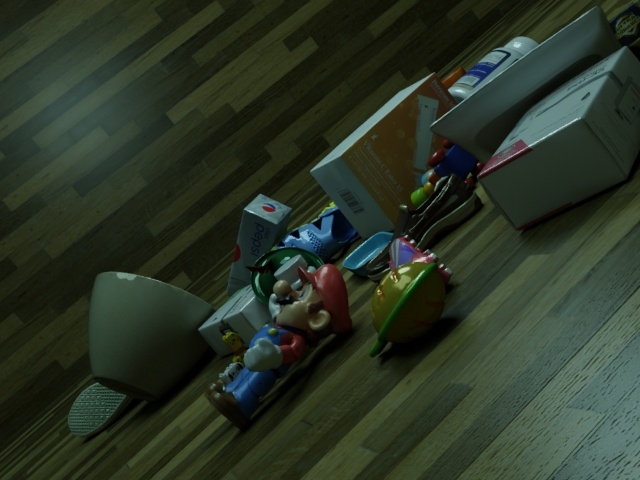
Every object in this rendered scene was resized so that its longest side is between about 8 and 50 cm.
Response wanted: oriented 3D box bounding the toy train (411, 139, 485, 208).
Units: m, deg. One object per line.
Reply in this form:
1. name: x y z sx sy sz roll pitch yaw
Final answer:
1. toy train: 0.240 -0.112 1.883 0.143 0.105 0.248 -44 3 43

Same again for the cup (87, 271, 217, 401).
1. cup: -0.433 0.252 2.195 0.331 0.331 0.237 -23 44 59

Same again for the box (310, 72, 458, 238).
1. box: 0.185 -0.199 2.131 0.345 0.215 0.168 -43 11 -24

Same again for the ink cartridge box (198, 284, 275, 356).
1. ink cartridge box: -0.158 0.169 2.064 0.160 0.092 0.219 -46 11 -35

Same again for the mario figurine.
1. mario figurine: -0.087 0.158 1.569 0.320 0.170 0.198 -48 45 -10

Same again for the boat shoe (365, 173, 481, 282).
1. boat shoe: 0.176 -0.029 1.707 0.257 0.095 0.095 -39 9 -1

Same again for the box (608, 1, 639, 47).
1. box: 0.535 -0.365 1.916 0.293 0.073 0.295 -40 1 8

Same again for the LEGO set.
1. LEGO set: -0.134 0.205 1.790 0.227 0.093 0.087 -44 10 -26

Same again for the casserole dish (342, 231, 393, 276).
1. casserole dish: 0.108 0.032 1.869 0.114 0.037 0.188 -40 10 -7

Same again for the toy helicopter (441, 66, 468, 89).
1. toy helicopter: 0.343 -0.374 2.629 0.355 0.140 0.235 -36 7 30

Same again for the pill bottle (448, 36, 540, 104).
1. pill bottle: 0.436 -0.379 2.220 0.264 0.153 0.153 -42 10 -21

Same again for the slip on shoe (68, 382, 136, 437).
1. slip on shoe: -0.535 0.406 2.400 0.331 0.123 0.101 -43 -23 4

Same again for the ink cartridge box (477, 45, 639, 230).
1. ink cartridge box: 0.398 -0.163 1.420 0.207 0.117 0.283 -31 12 43

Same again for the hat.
1. hat: -0.069 0.034 1.917 0.173 0.183 0.208 -2 47 -2

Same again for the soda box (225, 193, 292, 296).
1. soda box: -0.159 0.031 2.285 0.091 0.098 0.286 -50 -19 -51

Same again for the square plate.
1. square plate: 0.405 -0.254 1.653 0.344 0.049 0.347 -35 -21 20

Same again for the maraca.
1. maraca: 0.121 0.102 1.309 0.127 0.099 0.186 -39 -18 -38

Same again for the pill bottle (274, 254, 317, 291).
1. pill bottle: -0.022 0.099 1.727 0.078 0.137 0.078 -38 9 7

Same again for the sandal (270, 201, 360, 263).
1. sandal: 0.000 0.000 2.200 0.317 0.126 0.138 -44 14 -22

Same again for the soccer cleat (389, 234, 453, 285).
1. soccer cleat: 0.145 0.054 1.497 0.095 0.083 0.248 -44 12 -2
